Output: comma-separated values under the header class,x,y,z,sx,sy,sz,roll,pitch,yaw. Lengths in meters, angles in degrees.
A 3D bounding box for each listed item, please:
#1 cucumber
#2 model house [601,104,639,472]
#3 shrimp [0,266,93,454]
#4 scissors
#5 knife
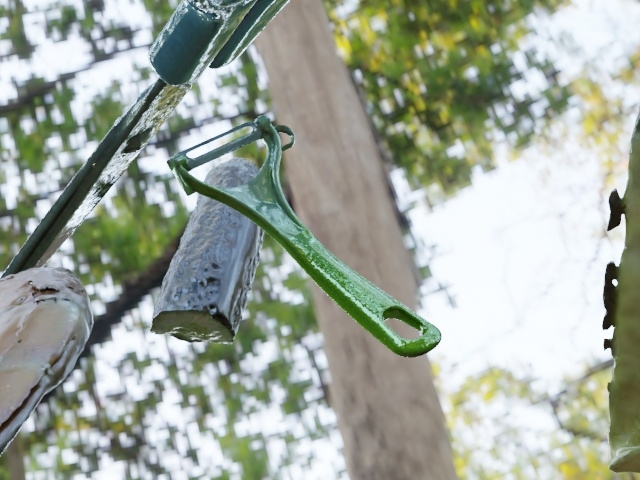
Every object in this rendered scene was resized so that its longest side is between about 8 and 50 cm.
class,x,y,z,sx,sy,sz,roll,pitch,yaw
cucumber,-0.086,0.005,1.511,0.074,0.241,0.074,6,-51,8
model house,0.343,0.019,1.052,0.321,0.266,0.261,-16,-68,-58
shrimp,-0.197,0.115,0.625,0.290,0.222,0.054,-37,-73,4
scissors,-0.089,-0.085,0.993,0.192,0.029,0.447,-33,-10,-50
knife,-0.001,0.002,0.877,0.078,0.166,0.022,-31,-25,-33
